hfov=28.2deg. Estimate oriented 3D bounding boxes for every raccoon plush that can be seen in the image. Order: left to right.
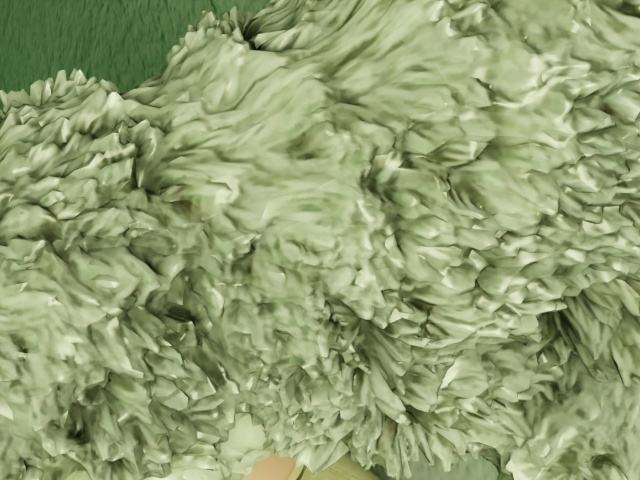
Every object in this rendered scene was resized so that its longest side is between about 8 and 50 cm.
[{"bbox_3d":[0.005,-0.063,0.387,0.216,0.299,0.446,62,144,36],"label":"raccoon plush"}]

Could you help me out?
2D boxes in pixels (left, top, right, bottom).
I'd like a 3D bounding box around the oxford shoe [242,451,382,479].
[{"bbox_3d":[-0.090,0.241,0.709,0.397,0.146,0.140,-47,10,39],"label":"oxford shoe"}]
